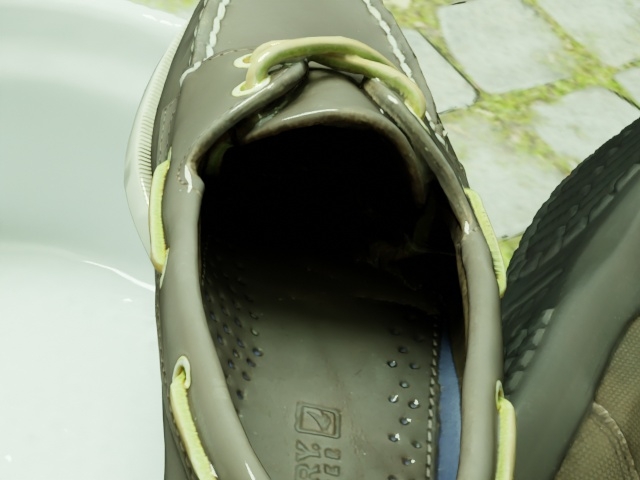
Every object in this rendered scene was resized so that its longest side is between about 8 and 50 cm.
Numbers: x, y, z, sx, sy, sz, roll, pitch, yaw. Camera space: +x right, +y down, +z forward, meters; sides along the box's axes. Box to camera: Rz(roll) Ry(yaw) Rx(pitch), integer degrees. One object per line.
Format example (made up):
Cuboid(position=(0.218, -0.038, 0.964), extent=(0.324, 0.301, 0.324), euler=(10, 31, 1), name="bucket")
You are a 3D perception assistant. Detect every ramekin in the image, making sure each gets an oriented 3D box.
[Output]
Cuboid(position=(-0.104, 0.042, 0.600), extent=(0.277, 0.135, 0.277), euler=(11, 43, -10), name="ramekin")

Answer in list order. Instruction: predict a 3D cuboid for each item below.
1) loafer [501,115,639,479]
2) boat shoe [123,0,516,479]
Cuboid(position=(0.146, 0.043, 0.716), extent=(0.130, 0.134, 0.366), euler=(42, 52, -4), name="loafer")
Cuboid(position=(0.000, 0.000, 0.508), extent=(0.116, 0.097, 0.324), euler=(10, 42, -10), name="boat shoe")
